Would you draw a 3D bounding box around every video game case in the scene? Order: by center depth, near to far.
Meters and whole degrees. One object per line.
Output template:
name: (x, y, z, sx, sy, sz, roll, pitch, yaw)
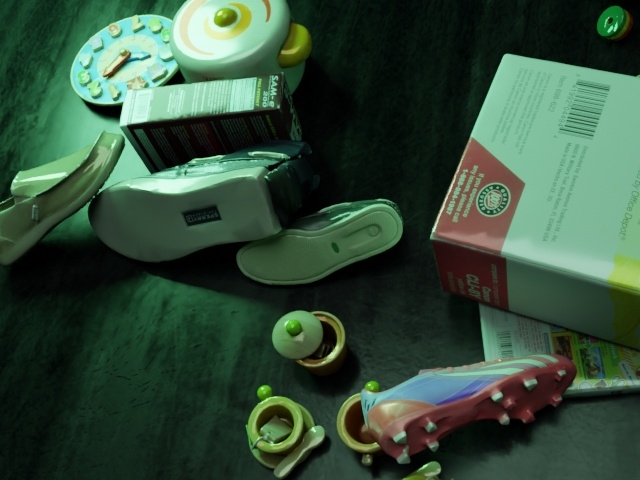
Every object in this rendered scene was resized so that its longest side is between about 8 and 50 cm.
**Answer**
video game case: (0.300, 0.083, 1.016, 0.206, 0.026, 0.227, -7, 58, 10)

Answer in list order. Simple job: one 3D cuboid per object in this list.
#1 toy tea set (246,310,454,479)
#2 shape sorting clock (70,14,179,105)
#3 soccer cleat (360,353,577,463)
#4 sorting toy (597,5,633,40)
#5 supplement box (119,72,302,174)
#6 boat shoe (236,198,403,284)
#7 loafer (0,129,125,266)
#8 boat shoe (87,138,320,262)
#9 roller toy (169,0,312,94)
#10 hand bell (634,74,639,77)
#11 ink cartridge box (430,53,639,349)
toy tea set: (0.008, 0.228, 0.944, 0.200, 0.124, 0.336, -30, 58, -4)
shape sorting clock: (-0.325, -0.307, 1.387, 0.206, 0.040, 0.206, -6, 59, 10)
soccer cleat: (0.166, 0.167, 0.924, 0.248, 0.083, 0.095, -19, 41, -11)
sorting toy: (0.463, -0.433, 1.219, 0.132, 0.046, 0.275, 41, 112, 56)
supplement box: (-0.156, -0.168, 1.212, 0.239, 0.130, 0.073, -4, 59, 11)
boat shoe: (0.000, 0.000, 1.121, 0.233, 0.084, 0.079, -17, 21, 12)
loafer: (-0.393, -0.071, 1.186, 0.268, 0.092, 0.102, -41, 21, 10)
boat shoe: (-0.160, -0.061, 1.175, 0.340, 0.127, 0.158, -3, 24, 29)
roller toy: (-0.127, -0.299, 1.271, 0.191, 0.146, 0.209, -33, 59, -6)
hand bell: (0.448, -0.242, 1.040, 0.126, 0.242, 0.126, -6, 60, 11)
ink cartridge box: (0.359, -0.033, 0.959, 0.384, 0.160, 0.279, 16, 65, 22)
